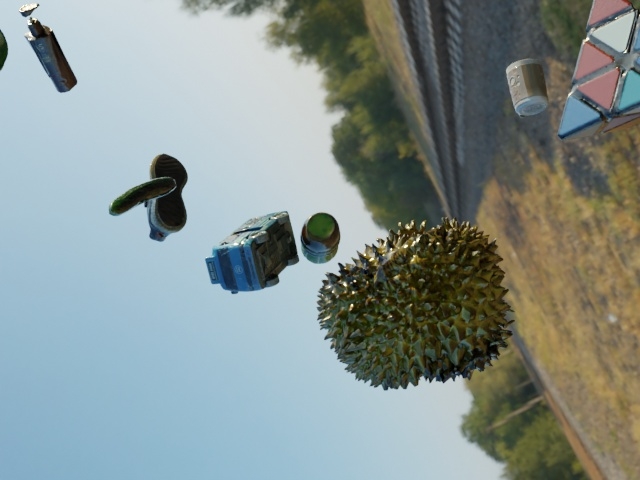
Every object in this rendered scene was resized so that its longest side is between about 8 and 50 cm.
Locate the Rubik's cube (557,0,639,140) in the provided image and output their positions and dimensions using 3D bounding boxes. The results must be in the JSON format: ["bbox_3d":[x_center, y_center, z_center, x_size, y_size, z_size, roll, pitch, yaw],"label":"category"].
[{"bbox_3d":[0.476,-0.306,1.424,0.284,0.250,0.234,45,-154,-80],"label":"Rubik's cube"}]

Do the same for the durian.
[{"bbox_3d":[0.124,0.096,1.184,0.258,0.293,0.258,23,-125,-39],"label":"durian"}]

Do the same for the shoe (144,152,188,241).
[{"bbox_3d":[-0.379,-0.098,2.047,0.099,0.112,0.227,12,-129,-28],"label":"shoe"}]

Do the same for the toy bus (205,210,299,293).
[{"bbox_3d":[-0.137,0.024,1.819,0.246,0.134,0.113,-47,-54,-65],"label":"toy bus"}]

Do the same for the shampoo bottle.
[{"bbox_3d":[-0.671,-0.473,2.102,0.067,0.068,0.236,49,166,40],"label":"shampoo bottle"}]

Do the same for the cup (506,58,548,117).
[{"bbox_3d":[0.425,-0.312,1.789,0.102,0.074,0.099,-36,55,56],"label":"cup"}]

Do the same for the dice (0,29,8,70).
[{"bbox_3d":[-0.739,-0.404,1.779,0.131,0.120,0.128,60,-147,-50],"label":"dice"}]

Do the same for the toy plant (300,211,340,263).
[{"bbox_3d":[0.000,0.000,1.930,0.162,0.093,0.093,90,157,-68],"label":"toy plant"}]

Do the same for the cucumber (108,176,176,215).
[{"bbox_3d":[-0.297,-0.078,1.433,0.184,0.033,0.036,-37,-74,-55],"label":"cucumber"}]
